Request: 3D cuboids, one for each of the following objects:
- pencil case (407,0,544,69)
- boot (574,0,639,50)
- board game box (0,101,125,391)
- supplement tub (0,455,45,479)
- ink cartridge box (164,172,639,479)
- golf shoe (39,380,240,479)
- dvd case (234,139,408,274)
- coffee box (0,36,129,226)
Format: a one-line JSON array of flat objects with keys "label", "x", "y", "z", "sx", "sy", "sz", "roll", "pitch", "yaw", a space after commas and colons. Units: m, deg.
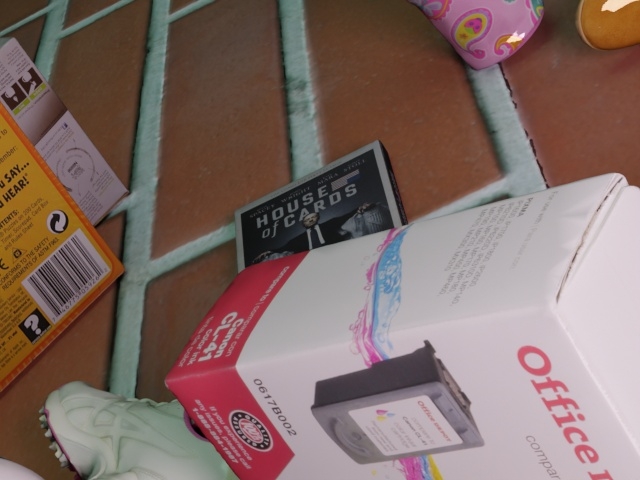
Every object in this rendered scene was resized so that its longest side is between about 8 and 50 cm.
[{"label": "pencil case", "x": 0.115, "y": -0.312, "z": 1.450, "sx": 0.124, "sy": 0.284, "sz": 0.124, "roll": -40, "pitch": 24, "yaw": 22}, {"label": "boot", "x": 0.406, "y": -0.250, "z": 1.270, "sx": 0.295, "sy": 0.104, "sz": 0.211, "roll": -31, "pitch": 29, "yaw": -6}, {"label": "board game box", "x": -0.519, "y": -0.001, "z": 1.505, "sx": 0.356, "sy": 0.356, "sz": 0.356, "roll": -46, "pitch": 33, "yaw": -23}, {"label": "supplement tub", "x": -0.361, "y": 0.259, "z": 1.101, "sx": 0.325, "sy": 0.235, "sz": 0.235, "roll": 10, "pitch": 50, "yaw": 49}, {"label": "ink cartridge box", "x": 0.089, "y": 0.108, "z": 0.852, "sx": 0.306, "sy": 0.226, "sz": 0.131, "roll": -15, "pitch": 28, "yaw": 42}, {"label": "golf shoe", "x": -0.142, "y": 0.182, "z": 1.135, "sx": 0.140, "sy": 0.115, "sz": 0.306, "roll": -34, "pitch": 28, "yaw": -12}, {"label": "dvd case", "x": 0.000, "y": 0.000, "z": 1.353, "sx": 0.179, "sy": 0.029, "sz": 0.238, "roll": -26, "pitch": 31, "yaw": 10}, {"label": "coffee box", "x": -0.367, "y": -0.122, "z": 1.652, "sx": 0.141, "sy": 0.246, "sz": 0.098, "roll": 8, "pitch": 50, "yaw": 49}]
